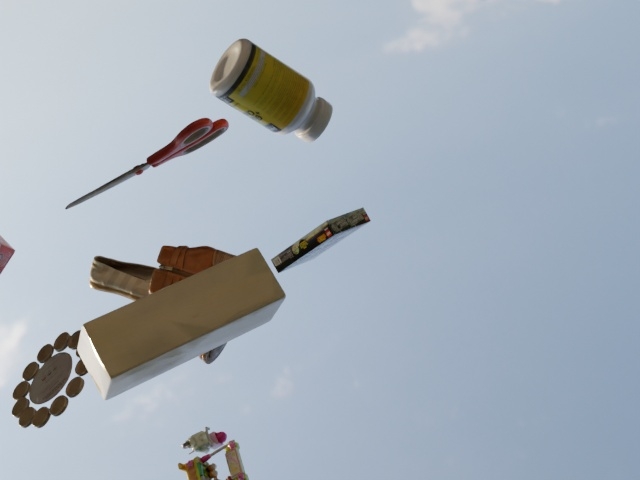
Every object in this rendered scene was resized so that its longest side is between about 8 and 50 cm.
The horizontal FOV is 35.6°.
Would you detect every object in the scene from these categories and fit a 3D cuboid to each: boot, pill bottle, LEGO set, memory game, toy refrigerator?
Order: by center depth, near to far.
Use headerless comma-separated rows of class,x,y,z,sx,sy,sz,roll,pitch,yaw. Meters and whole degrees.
toy refrigerator,-0.193,0.110,1.376,0.269,0.102,0.094,-25,-105,-26
pill bottle,-0.074,-0.229,1.566,0.103,0.184,0.103,-41,-148,33
LEGO set,-0.129,0.429,1.615,0.107,0.287,0.132,-34,163,15
memory game,-0.444,0.229,1.657,0.186,0.012,0.186,-25,-139,24
boot,-0.218,0.102,1.667,0.152,0.073,0.197,10,-112,12

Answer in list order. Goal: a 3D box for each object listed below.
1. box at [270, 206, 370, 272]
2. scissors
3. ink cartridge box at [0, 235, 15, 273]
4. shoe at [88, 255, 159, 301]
box,0.000,0.000,1.512,0.137,0.027,0.094,-34,172,40
scissors,-0.285,-0.124,1.670,0.297,0.021,0.109,-32,174,11
ink cartridge box,-0.678,0.023,1.831,0.067,0.198,0.115,37,-86,35
shoe,-0.328,0.077,1.850,0.219,0.058,0.076,12,-160,10
